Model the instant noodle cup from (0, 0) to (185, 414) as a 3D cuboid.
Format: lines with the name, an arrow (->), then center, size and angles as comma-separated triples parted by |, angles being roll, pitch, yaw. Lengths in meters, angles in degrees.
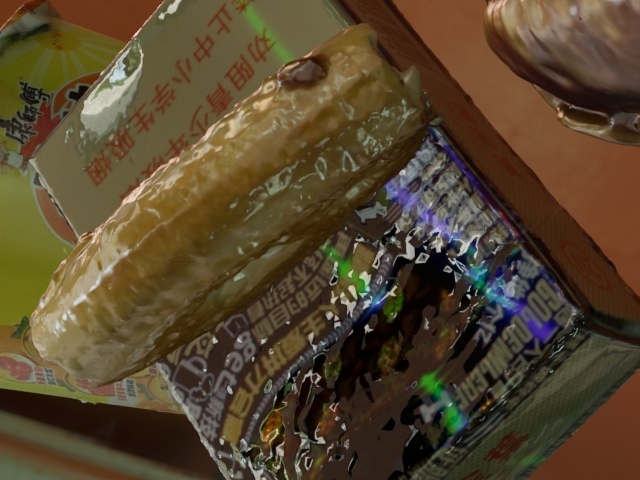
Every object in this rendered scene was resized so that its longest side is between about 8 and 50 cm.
instant noodle cup -> -0.115, -0.003, 1.227 | 0.200, 0.264, 0.264 | 15, 151, 6

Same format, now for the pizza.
pizza -> -0.015, -0.025, 0.742 | 0.182, 0.161, 0.062 | -44, 75, 37

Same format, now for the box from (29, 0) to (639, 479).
box -> 0.000, 0.000, 0.957 | 0.198, 0.310, 0.084 | -47, 146, 18

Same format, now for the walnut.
walnut -> 0.107, -0.078, 0.537 | 0.116, 0.115, 0.207 | 23, 173, -15
